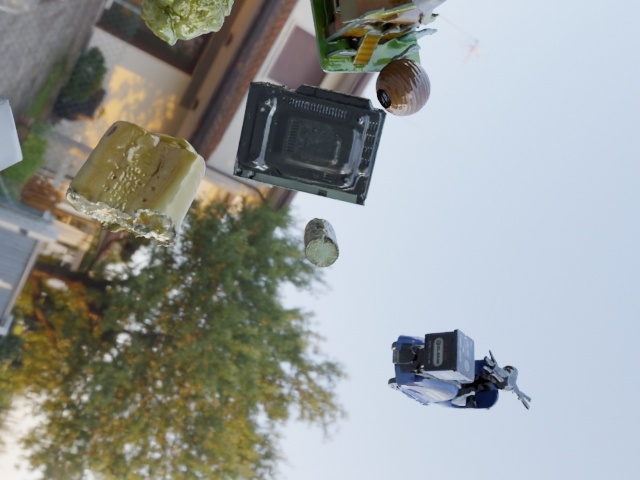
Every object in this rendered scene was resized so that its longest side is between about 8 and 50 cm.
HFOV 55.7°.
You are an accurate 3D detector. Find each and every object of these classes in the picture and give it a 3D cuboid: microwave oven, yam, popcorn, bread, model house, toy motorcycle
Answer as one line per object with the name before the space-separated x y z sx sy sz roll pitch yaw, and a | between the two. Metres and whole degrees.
microwave oven | -0.023 -0.217 1.332 0.181 0.294 0.238 -77 180 -74
yam | 0.000 0.000 1.930 0.107 0.107 0.194 -58 -165 19
popcorn | -0.353 -0.618 1.581 0.256 0.195 0.255 -8 -146 22
bread | -0.562 -0.183 1.948 0.250 0.360 0.394 114 -4 -56
model house | 0.203 -0.531 1.381 0.312 0.357 0.243 -3 -86 54
toy motorcycle | 0.283 0.282 1.256 0.212 0.358 0.125 -11 -119 35

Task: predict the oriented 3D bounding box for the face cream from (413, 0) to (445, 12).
face cream | 0.265 -0.508 1.141 0.198 0.084 0.057 -26 -99 40

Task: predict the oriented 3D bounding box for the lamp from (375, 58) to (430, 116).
lamp | 0.199 -0.367 1.455 0.136 0.136 0.136 -45 -148 39

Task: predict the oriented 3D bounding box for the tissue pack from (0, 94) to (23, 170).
tissue pack | -0.736 -0.224 1.174 0.159 0.246 0.136 -48 155 -47
